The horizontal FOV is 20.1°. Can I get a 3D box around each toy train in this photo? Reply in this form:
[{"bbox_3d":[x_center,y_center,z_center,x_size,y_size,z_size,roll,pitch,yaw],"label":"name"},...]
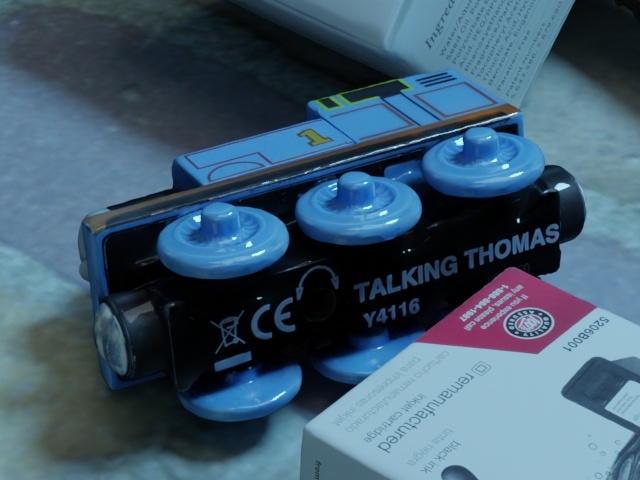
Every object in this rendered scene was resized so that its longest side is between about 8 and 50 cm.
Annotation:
[{"bbox_3d":[0.000,0.000,0.628,0.184,0.080,0.105,-17,29,-22],"label":"toy train"}]

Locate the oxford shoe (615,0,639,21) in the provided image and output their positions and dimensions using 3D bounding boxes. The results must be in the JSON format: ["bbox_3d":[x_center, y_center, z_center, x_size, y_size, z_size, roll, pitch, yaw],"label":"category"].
[{"bbox_3d":[0.178,-0.110,0.778,0.083,0.096,0.227,9,53,-37],"label":"oxford shoe"}]

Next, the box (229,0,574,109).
[{"bbox_3d":[0.026,-0.172,0.761,0.181,0.182,0.119,29,4,33],"label":"box"}]

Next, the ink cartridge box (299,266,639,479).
[{"bbox_3d":[0.085,0.082,0.519,0.150,0.063,0.109,25,41,31],"label":"ink cartridge box"}]
